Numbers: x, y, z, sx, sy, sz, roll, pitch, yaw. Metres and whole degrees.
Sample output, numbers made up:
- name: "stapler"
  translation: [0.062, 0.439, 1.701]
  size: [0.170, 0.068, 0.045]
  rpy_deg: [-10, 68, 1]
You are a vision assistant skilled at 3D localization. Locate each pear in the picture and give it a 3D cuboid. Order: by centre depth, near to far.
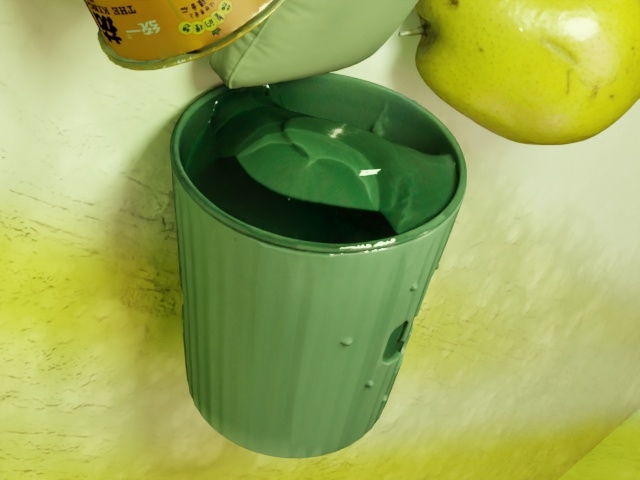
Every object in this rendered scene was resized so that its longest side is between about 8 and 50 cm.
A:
- name: "pear"
  translation: [0.274, -0.270, 1.333]
  size: [0.285, 0.336, 0.285]
  rpy_deg: [-61, -171, 16]

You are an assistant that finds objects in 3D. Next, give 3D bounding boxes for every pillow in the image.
- name: "pillow"
  translation: [0.040, -0.292, 1.066]
  size: [0.255, 0.120, 0.322]
  rpy_deg: [-23, 161, -45]

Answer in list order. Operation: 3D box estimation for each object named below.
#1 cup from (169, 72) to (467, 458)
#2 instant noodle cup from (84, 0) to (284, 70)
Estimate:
- name: "cup"
  translation: [0.014, 0.015, 1.217]
  size: [0.401, 0.310, 0.392]
  rpy_deg: [-24, 141, -32]
- name: "instant noodle cup"
  translation: [-0.139, -0.278, 0.878]
  size: [0.216, 0.216, 0.172]
  rpy_deg: [-45, 135, -12]
